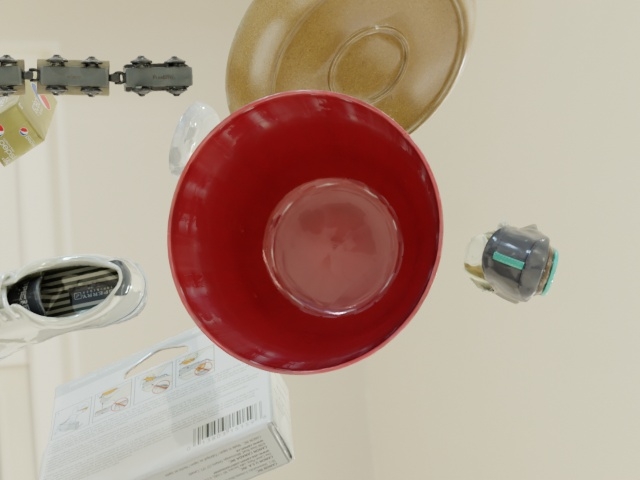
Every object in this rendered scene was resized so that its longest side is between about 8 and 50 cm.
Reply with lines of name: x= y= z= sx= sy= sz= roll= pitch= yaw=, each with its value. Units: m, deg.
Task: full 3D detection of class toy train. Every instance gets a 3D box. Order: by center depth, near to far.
toy train: x=-0.161 y=-0.105 z=0.879 sx=0.036 sy=0.158 sz=0.027 roll=-157 pitch=-114 yaw=-77

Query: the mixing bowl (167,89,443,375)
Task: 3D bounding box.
mixing bowl: x=0.000 y=0.000 z=0.912 sx=0.098 sy=0.181 sz=0.181 roll=27 pitch=55 yaw=-74

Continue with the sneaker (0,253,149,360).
sneaker: x=-0.297 y=0.060 z=1.329 sx=0.091 sy=0.258 sz=0.094 roll=72 pitch=0 yaw=-72

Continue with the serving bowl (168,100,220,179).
serving bowl: x=-0.122 y=-0.098 z=1.397 sx=0.083 sy=0.027 sz=0.083 roll=19 pitch=90 yaw=-73

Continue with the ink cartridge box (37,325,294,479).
ink cartridge box: x=-0.167 y=0.195 z=1.477 sx=0.239 sy=0.275 sz=0.060 roll=-98 pitch=162 yaw=-62

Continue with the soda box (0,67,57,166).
soda box: x=-0.371 y=-0.154 z=1.693 sx=0.058 sy=0.061 sz=0.181 roll=56 pitch=7 yaw=-21

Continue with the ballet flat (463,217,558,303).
ballet flat: x=0.153 y=0.015 z=1.135 sx=0.203 sy=0.074 sz=0.074 roll=13 pitch=73 yaw=-85

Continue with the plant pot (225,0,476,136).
plant pot: x=0.035 y=-0.150 z=1.142 sx=0.032 sy=0.236 sz=0.236 roll=52 pitch=-39 yaw=41
